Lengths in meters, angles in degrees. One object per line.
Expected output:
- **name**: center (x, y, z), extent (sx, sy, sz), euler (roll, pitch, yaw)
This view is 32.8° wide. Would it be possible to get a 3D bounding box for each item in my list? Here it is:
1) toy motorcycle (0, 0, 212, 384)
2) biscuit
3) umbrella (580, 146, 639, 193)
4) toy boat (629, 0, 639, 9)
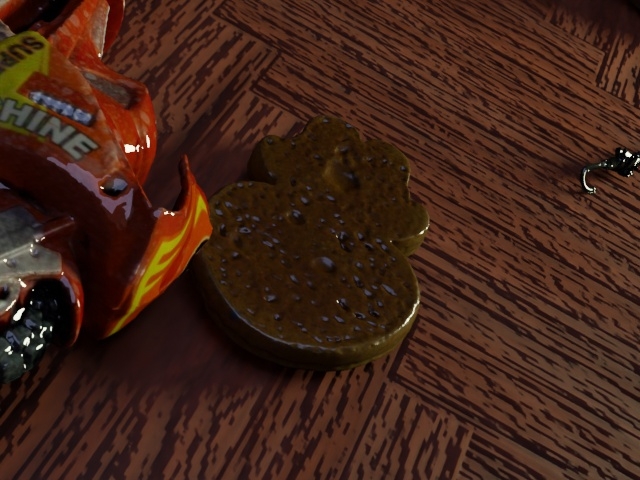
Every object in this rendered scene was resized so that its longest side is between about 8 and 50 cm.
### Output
- **toy motorcycle**: center (-0.144, -0.052, 0.510), extent (0.171, 0.089, 0.298), euler (1, 49, -26)
- **biscuit**: center (0.000, 0.000, 0.576), extent (0.124, 0.026, 0.175), euler (28, 44, -1)
- **umbrella**: center (0.223, -0.059, 0.745), extent (0.149, 0.022, 0.022), euler (-20, 103, -38)
- **toy boat**: center (0.314, -0.253, 0.922), extent (0.155, 0.085, 0.227), euler (-5, 52, -30)
